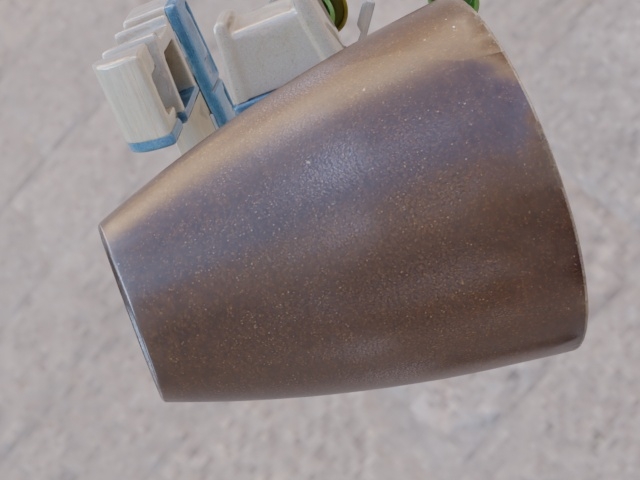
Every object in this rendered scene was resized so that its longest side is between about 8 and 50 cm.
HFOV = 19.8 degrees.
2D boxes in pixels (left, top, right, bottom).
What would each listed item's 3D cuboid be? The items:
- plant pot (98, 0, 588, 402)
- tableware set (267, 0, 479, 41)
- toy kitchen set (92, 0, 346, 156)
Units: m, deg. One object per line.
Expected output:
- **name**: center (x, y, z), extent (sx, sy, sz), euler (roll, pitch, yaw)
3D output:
- **plant pot**: center (0.000, 0.000, 1.035), extent (0.230, 0.215, 0.215), euler (-20, 29, -8)
- **tableware set**: center (0.031, -0.164, 1.242), extent (0.024, 0.154, 0.104), euler (-48, -20, -48)
- **toy kitchen set**: center (-0.052, -0.116, 1.303), extent (0.166, 0.122, 0.207), euler (-20, 18, 10)
